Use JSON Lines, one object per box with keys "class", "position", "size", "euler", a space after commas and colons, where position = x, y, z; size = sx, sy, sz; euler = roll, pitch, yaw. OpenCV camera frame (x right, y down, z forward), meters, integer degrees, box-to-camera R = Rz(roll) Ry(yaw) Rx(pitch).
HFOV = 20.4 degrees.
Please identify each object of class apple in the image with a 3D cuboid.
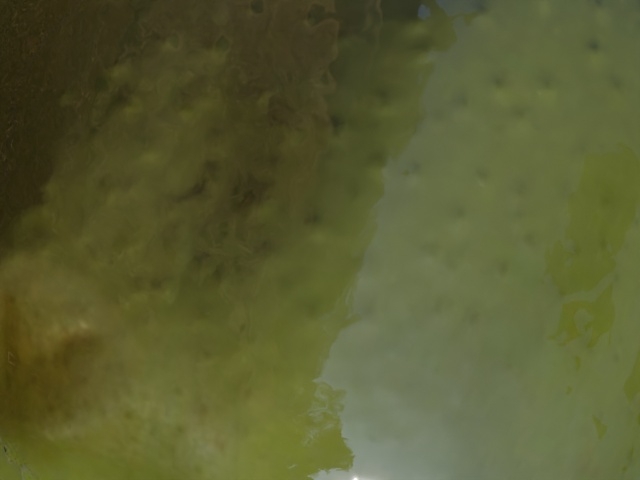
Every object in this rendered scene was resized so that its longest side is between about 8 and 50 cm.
{"class": "apple", "position": [0.000, 0.000, 0.691], "size": [0.357, 0.357, 0.357], "euler": [-2, 90, -86]}
